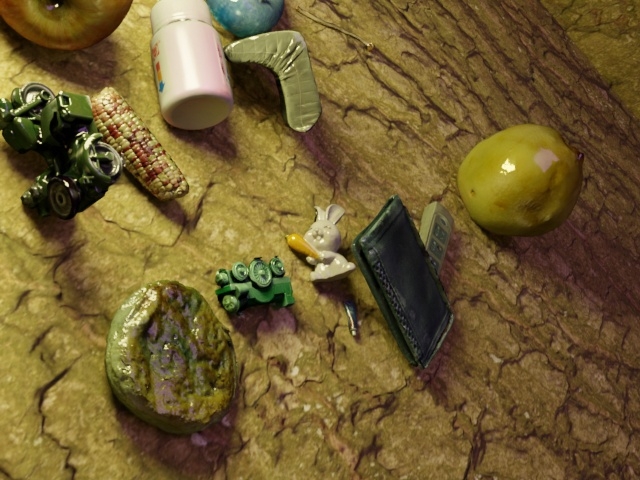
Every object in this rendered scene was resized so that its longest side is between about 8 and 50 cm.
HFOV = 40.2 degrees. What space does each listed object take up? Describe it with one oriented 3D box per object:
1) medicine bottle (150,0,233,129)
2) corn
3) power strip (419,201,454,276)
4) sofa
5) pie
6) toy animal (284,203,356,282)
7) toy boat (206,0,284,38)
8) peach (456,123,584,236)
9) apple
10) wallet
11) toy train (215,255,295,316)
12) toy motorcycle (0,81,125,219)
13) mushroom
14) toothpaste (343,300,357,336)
[{"bbox_3d":[-0.271,-0.369,1.805,0.152,0.152,0.254,10,58,-42],"label":"medicine bottle"},{"bbox_3d":[-0.347,-0.174,1.652,0.253,0.086,0.086,51,40,-11],"label":"corn"},{"bbox_3d":[0.278,0.013,2.203,0.080,0.048,0.286,41,43,-18],"label":"power strip"},{"bbox_3d":[-0.108,-0.348,1.947,0.210,0.176,0.225,-123,-162,-73],"label":"sofa"},{"bbox_3d":[-0.246,0.204,1.509,0.277,0.078,0.277,23,52,-33],"label":"pie"},{"bbox_3d":[0.000,0.000,1.908,0.127,0.131,0.181,35,41,-74],"label":"toy animal"},{"bbox_3d":[-0.167,-0.606,2.061,0.215,0.123,0.330,40,32,-22],"label":"toy boat"},{"bbox_3d":[0.547,-0.171,2.404,0.314,0.315,0.281,26,32,-22],"label":"peach"},{"bbox_3d":[-0.470,-0.492,1.608,0.264,0.264,0.264,25,49,-33],"label":"apple"},{"bbox_3d":[0.190,0.094,1.993,0.237,0.075,0.342,-48,117,-49],"label":"wallet"},{"bbox_3d":[-0.131,0.090,1.713,0.178,0.071,0.104,-7,81,-49],"label":"toy train"},{"bbox_3d":[-0.438,-0.160,1.456,0.127,0.205,0.275,-11,79,-47],"label":"toy motorcycle"},{"bbox_3d":[0.042,-0.575,2.369,0.286,0.028,0.026,19,95,-36],"label":"mushroom"},{"bbox_3d":[0.067,0.169,1.901,0.027,0.019,0.083,2,60,-18],"label":"toothpaste"}]
